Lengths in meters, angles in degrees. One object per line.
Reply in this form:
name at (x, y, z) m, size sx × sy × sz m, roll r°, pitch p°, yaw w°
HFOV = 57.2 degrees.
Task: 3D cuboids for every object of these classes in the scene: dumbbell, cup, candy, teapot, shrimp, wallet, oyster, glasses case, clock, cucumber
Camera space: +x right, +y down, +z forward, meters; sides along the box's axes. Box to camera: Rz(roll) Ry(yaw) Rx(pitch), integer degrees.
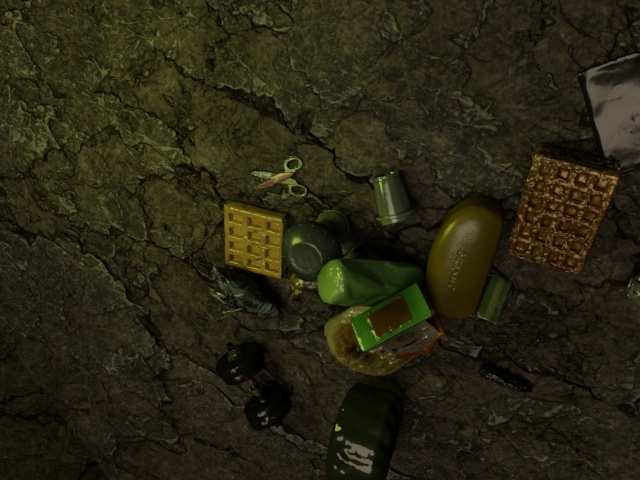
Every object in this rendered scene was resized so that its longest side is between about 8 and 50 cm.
dumbbell at (-0.246, 0.540, 2.190) m, size 0.185 × 0.185 × 0.388 m, roll -19°, pitch 109°, yaw 30°
cup at (0.204, -0.124, 1.688) m, size 0.120 × 0.120 × 0.141 m, roll -12°, pitch 97°, yaw 28°
candy at (0.151, 0.124, 1.691) m, size 0.142 × 0.343 × 0.132 m, roll -14°, pitch 74°, yaw 51°
teapot at (0.000, 0.000, 1.749) m, size 0.183 × 0.251 × 0.184 m, roll 10°, pitch 118°, yaw 18°
shrimp at (-0.293, 0.182, 1.985) m, size 0.372 × 0.172 × 0.137 m, roll 33°, pitch 160°, yaw -23°
wallet at (0.727, -0.298, 1.412) m, size 0.146 × 0.030 × 0.285 m, roll -14°, pitch 109°, yaw 31°
oyster at (0.061, 0.123, 1.865) m, size 0.336 × 0.133 × 0.198 m, roll 0°, pitch 109°, yaw 18°
teapot at (0.917, 0.139, 1.537) m, size 0.200 × 0.077 × 0.107 m, roll 15°, pitch 118°, yaw 15°
glasses case at (0.399, 0.055, 1.675) m, size 0.173 × 0.141 × 0.371 m, roll 17°, pitch 122°, yaw 15°
clock at (0.245, 0.259, 1.711) m, size 0.219 × 0.106 × 0.255 m, roll -30°, pitch 146°, yaw 13°
cucumber at (0.584, 0.439, 1.858) m, size 0.181 × 0.053 × 0.053 m, roll 24°, pitch 123°, yaw 9°

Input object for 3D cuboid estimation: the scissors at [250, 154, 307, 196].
scissors at (-0.134, -0.196, 1.841) m, size 0.187 × 0.020 × 0.134 m, roll -2°, pitch 112°, yaw 22°

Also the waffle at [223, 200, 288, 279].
waffle at (-0.218, 0.001, 1.961) m, size 0.221 × 0.055 × 0.248 m, roll 13°, pitch 121°, yaw 16°

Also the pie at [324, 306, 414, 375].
pie at (0.167, 0.322, 1.897) m, size 0.337 × 0.075 × 0.338 m, roll 1°, pitch 130°, yaw 1°

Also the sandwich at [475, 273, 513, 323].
sandwich at (0.512, 0.171, 1.728) m, size 0.074 × 0.074 × 0.116 m, roll 22°, pitch 123°, yaw 10°

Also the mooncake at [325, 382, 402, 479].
mooncake at (0.160, 0.672, 1.986) m, size 0.194 × 0.356 × 0.357 m, roll 13°, pitch 121°, yaw 20°

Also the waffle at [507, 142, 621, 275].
waffle at (0.621, -0.075, 1.524) m, size 0.212 × 0.091 × 0.308 m, roll 20°, pitch 126°, yaw 20°
